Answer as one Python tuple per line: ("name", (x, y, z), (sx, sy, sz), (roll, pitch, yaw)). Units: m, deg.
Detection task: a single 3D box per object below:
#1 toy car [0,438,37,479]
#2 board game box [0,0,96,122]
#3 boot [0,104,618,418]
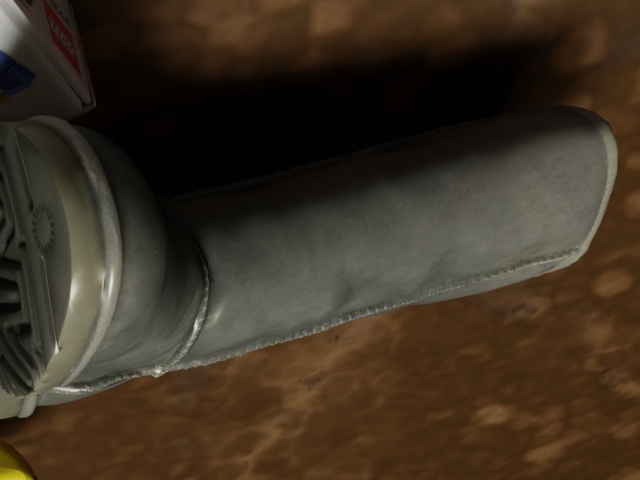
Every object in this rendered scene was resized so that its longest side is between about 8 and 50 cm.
("toy car", (-0.252, 0.111, 0.568), (0.239, 0.053, 0.225), (19, 130, -39))
("board game box", (-0.203, -0.090, 0.326), (0.193, 0.053, 0.305), (-24, 143, 6))
("boot", (0.000, -0.002, 0.459), (0.209, 0.076, 0.190), (-8, 172, -19))
